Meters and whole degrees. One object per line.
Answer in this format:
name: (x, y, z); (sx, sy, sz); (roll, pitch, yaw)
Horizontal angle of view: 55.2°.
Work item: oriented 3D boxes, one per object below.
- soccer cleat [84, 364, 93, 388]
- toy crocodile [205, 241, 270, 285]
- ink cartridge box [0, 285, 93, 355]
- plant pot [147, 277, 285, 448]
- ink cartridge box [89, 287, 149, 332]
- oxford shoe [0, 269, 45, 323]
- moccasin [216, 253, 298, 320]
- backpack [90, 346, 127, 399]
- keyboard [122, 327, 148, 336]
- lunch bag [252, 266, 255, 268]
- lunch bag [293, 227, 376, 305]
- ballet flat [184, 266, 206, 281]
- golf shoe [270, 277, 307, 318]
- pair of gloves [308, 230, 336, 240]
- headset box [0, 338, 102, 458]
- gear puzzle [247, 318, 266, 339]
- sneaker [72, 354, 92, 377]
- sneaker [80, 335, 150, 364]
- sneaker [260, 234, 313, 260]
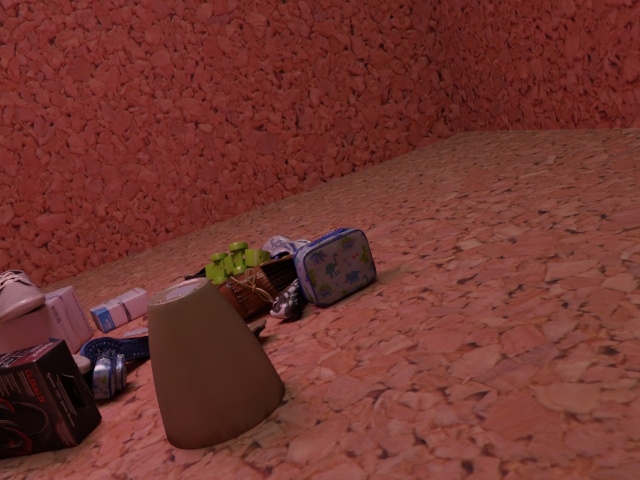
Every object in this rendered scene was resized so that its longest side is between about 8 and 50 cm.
soccer cleat: (-0.715, 0.366, 1.716); (0.318, 0.109, 0.116); (-14, 10, 31)
toy crocodile: (-0.307, 0.087, 2.194); (0.105, 0.115, 0.340); (0, -16, -42)
ink cartridge box: (-0.929, 0.306, 2.048); (0.197, 0.198, 0.270); (-19, 12, 5)
plant pot: (-0.236, 0.223, 1.232); (0.256, 0.274, 0.256); (-18, 12, 4)
ink cartridge box: (-0.730, 0.252, 2.241); (0.190, 0.082, 0.139); (-24, 14, -28)
oxford shoe: (-0.991, 0.171, 1.965); (0.169, 0.130, 0.449); (-24, 14, -25)
moccasin: (-0.174, 0.138, 1.790); (0.379, 0.139, 0.147); (-18, -16, -36)
backpack: (-0.535, 0.342, 1.551); (0.084, 0.105, 0.114); (0, 20, -9)
keyboard: (-0.473, 0.261, 1.834); (0.072, 0.014, 0.256); (-6, 0, 28)
lunch bag: (-0.254, 0.083, 2.298); (0.067, 0.065, 0.098); (-17, 14, 8)
lunch bag: (0.041, 0.067, 1.699); (0.218, 0.176, 0.090); (-26, 15, -25)
ballet flat: (-0.480, 0.133, 2.449); (0.057, 0.049, 0.173); (-11, 15, 27)
golf shoe: (-0.088, 0.161, 1.719); (0.093, 0.077, 0.198); (-16, 12, 15)
pair of gloves: (0.000, 0.000, 2.377); (0.198, 0.023, 0.159); (-20, 13, -3)
headset box: (-0.656, 0.360, 1.387); (0.293, 0.218, 0.110); (-14, 15, 18)
gear puzzle: (-0.258, 0.288, 1.478); (0.175, 0.044, 0.339); (-21, 6, 29)
sneaker: (-0.740, 0.393, 1.551); (0.349, 0.148, 0.131); (-13, 5, 2)
sneaker: (-0.571, 0.309, 1.694); (0.090, 0.082, 0.232); (-23, -18, 33)
sneaker: (-0.144, 0.052, 2.172); (0.131, 0.112, 0.296); (-31, 16, -38)
